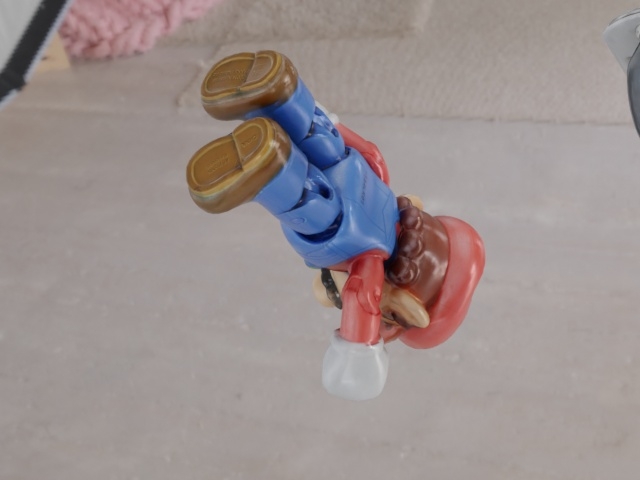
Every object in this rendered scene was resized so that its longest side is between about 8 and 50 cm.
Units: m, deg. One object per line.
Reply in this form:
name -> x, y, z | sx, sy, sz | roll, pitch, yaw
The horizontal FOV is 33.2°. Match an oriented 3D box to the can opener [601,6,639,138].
can opener -> 0.262, -0.041, 0.694 | 0.074, 0.280, 0.093 | 4, 58, 52

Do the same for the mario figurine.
mario figurine -> 0.000, 0.000, 0.875 | 0.170, 0.320, 0.198 | 22, 74, 47
